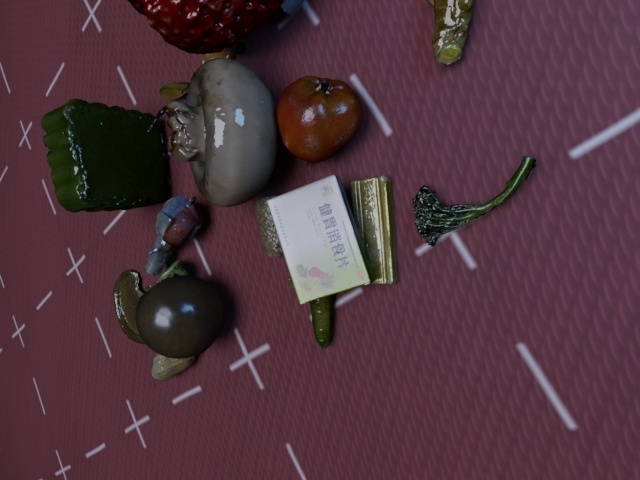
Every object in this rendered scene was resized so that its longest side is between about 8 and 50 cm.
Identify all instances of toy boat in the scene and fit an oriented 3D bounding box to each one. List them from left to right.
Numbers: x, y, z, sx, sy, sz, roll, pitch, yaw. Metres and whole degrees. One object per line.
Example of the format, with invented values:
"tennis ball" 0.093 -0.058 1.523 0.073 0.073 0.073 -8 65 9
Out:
"toy boat" -0.464 -0.479 1.295 0.149 0.048 0.047 11 142 36

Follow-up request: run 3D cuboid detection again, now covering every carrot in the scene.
"carrot" -0.004 0.103 1.029 0.074 0.074 0.357 -2 94 33

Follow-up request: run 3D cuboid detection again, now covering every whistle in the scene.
"whistle" -0.466 -0.014 1.278 0.346 0.134 0.142 -51 23 31

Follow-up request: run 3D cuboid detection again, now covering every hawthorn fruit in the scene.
"hawthorn fruit" -0.012 -0.267 0.959 0.196 0.197 0.225 44 139 22

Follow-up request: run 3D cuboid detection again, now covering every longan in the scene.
"longan" -0.412 0.219 1.194 0.258 0.258 0.257 3 95 32

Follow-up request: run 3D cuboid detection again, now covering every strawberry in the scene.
"strawberry" -0.238 -0.577 0.927 0.346 0.317 0.294 7 67 16

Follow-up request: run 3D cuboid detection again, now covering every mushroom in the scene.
"mushroom" -0.266 -0.262 1.012 0.362 0.295 0.361 15 108 61

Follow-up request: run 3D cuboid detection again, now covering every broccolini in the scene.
"broccolini" 0.295 -0.100 0.827 0.272 0.062 0.123 -38 89 35

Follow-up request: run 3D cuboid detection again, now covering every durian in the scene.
"durian" -0.494 0.120 1.325 0.215 0.100 0.086 -33 75 38

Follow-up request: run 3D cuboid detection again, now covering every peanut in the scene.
"peanut" -0.484 0.396 1.347 0.214 0.090 0.098 -32 66 27

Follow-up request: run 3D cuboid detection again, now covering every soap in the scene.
"soap" 0.127 -0.021 0.955 0.092 0.037 0.251 -3 92 32

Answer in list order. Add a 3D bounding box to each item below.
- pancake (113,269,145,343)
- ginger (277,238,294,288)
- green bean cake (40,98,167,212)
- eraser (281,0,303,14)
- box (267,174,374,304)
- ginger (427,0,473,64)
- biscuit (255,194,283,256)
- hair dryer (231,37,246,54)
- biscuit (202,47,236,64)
"pancake" -0.666 0.239 1.485 0.286 0.033 0.287 -27 79 32
"ginger" -0.070 0.056 1.052 0.070 0.051 0.173 11 116 37
"green bean cake" -0.672 -0.258 1.280 0.218 0.319 0.334 -7 89 34
"eraser" -0.046 -0.701 0.988 0.227 0.081 0.173 -37 78 28
"box" -0.001 0.000 0.948 0.175 0.062 0.260 -19 84 14
"ginger" 0.265 -0.464 0.806 0.115 0.081 0.205 -14 85 38
"biscuit" -0.122 -0.040 1.096 0.082 0.071 0.168 -4 95 40
"hair dryer" -0.288 -0.628 1.139 0.135 0.090 0.278 -46 70 18
"biscuit" -0.292 -0.531 1.192 0.140 0.023 0.118 -45 70 26
